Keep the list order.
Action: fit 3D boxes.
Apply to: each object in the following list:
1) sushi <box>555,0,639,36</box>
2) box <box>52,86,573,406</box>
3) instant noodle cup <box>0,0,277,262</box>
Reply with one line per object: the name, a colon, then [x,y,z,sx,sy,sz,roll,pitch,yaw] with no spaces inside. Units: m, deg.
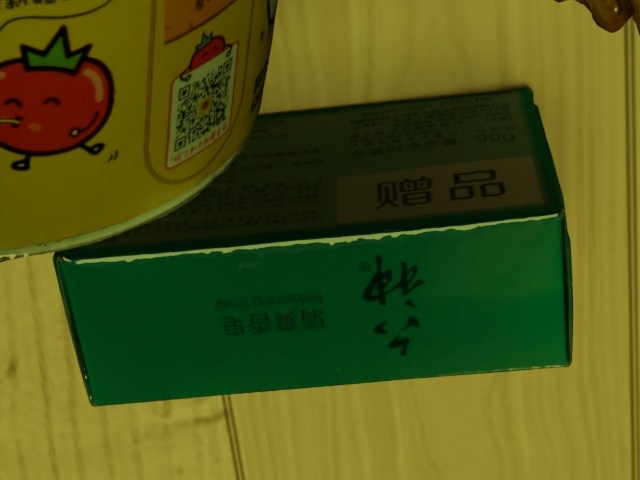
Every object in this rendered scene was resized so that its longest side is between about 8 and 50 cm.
sushi: [0.143,-0.252,0.543,0.234,0.348,0.207,20,143,29]
box: [0.000,0.000,0.760,0.245,0.153,0.092,-5,119,5]
instant noodle cup: [-0.146,-0.163,0.596,0.325,0.325,0.254,3,128,-1]
